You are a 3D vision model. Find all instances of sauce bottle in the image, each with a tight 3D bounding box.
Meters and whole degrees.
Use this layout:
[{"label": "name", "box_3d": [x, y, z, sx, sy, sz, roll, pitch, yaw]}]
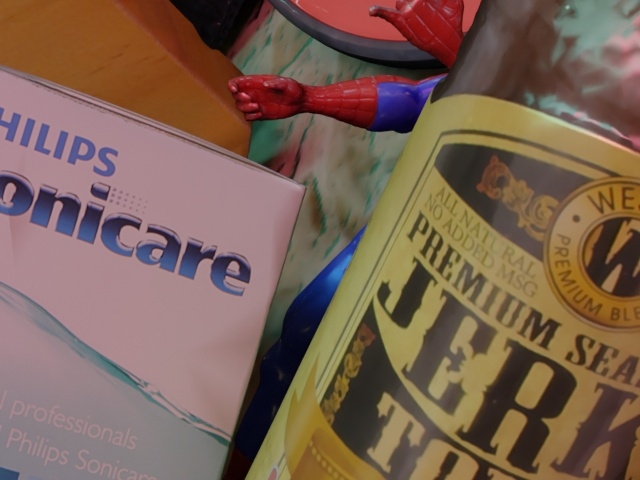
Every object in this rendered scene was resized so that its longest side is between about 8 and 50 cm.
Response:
[{"label": "sauce bottle", "box_3d": [0.069, -0.004, 0.458, 0.344, 0.111, 0.111, -67, 28, 27]}]

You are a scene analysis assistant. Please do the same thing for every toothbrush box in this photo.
[{"label": "toothbrush box", "box_3d": [-0.141, 0.103, 0.594, 0.216, 0.126, 0.295, -4, 68, 63]}]

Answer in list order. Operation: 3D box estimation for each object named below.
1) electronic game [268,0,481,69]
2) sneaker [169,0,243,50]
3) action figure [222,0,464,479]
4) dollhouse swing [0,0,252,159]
[{"label": "electronic game", "box_3d": [0.054, -0.177, 0.705, 0.229, 0.048, 0.229, -10, 72, 33]}, {"label": "sneaker", "box_3d": [-0.034, -0.164, 0.843, 0.209, 0.069, 0.082, -47, 31, 16]}, {"label": "action figure", "box_3d": [0.000, 0.000, 0.617, 0.280, 0.139, 0.091, -52, 35, 4]}, {"label": "dollhouse swing", "box_3d": [-0.235, -0.121, 0.827, 0.305, 0.347, 0.315, -35, 39, 16]}]
